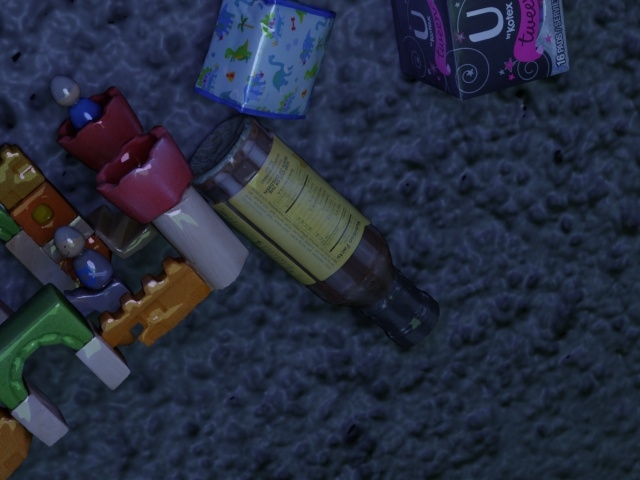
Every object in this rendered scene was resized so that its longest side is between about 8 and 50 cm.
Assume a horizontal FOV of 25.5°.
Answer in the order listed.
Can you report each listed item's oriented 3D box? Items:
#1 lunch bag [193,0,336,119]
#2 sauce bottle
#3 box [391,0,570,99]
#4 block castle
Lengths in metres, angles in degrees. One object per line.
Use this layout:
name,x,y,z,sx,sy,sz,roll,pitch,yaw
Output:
lunch bag,-0.049,-0.200,1.529,0.151,0.096,0.129,3,109,-51
sauce bottle,0.000,0.000,1.605,0.111,0.111,0.344,-47,118,0
box,0.160,-0.297,1.531,0.142,0.163,0.247,-17,112,-15
block castle,-0.319,0.049,1.398,0.453,0.303,0.213,-42,115,-3
